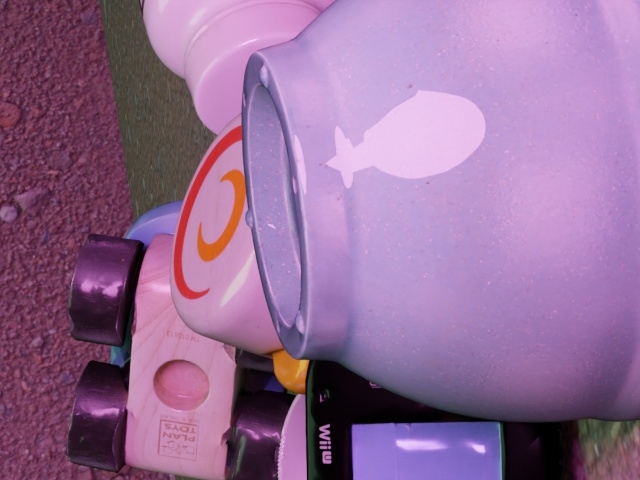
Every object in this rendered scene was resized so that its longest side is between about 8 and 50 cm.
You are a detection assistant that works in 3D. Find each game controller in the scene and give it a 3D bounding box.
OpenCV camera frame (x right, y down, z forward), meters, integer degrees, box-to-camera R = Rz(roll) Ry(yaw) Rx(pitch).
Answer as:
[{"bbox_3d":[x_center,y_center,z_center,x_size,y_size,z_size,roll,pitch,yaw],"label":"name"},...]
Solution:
[{"bbox_3d":[0.072,0.202,1.263,0.067,0.166,0.319,23,-115,-77],"label":"game controller"}]

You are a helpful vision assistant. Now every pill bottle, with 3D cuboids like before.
[{"bbox_3d":[-0.075,-0.241,1.719,0.176,0.176,0.318,97,162,-51],"label":"pill bottle"}]

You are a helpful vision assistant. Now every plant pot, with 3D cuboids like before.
[{"bbox_3d":[0.065,-0.031,1.114,0.293,0.196,0.293,173,90,-79],"label":"plant pot"}]

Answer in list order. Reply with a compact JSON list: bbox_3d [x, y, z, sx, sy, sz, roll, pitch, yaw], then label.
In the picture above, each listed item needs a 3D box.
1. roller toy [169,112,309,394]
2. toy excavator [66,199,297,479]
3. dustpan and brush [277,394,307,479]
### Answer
[{"bbox_3d":[-0.015,0.001,1.557,0.191,0.146,0.209,-63,26,14],"label":"roller toy"},{"bbox_3d":[-0.111,0.123,2.131,0.445,0.222,0.433,-69,-13,-64],"label":"toy excavator"},{"bbox_3d":[0.011,0.142,1.713,0.147,0.060,0.211,-29,49,34],"label":"dustpan and brush"}]
